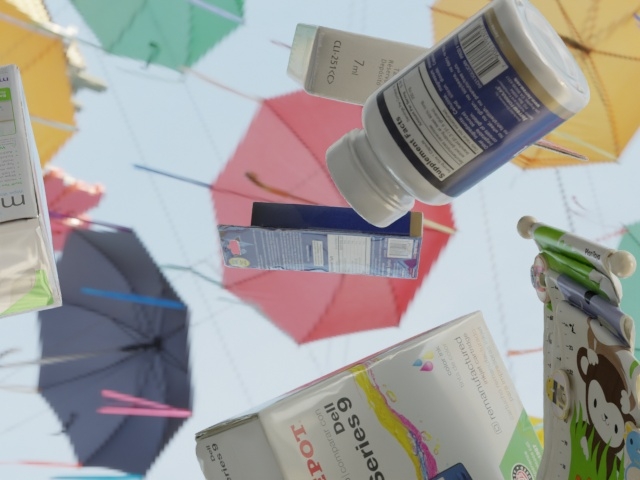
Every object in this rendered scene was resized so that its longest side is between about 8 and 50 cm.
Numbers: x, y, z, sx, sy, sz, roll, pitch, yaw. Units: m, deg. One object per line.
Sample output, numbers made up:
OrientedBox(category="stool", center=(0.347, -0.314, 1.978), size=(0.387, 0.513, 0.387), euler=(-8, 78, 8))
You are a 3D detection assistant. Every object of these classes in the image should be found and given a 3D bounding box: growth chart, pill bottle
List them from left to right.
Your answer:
OrientedBox(category="pill bottle", center=(0.088, -0.083, 0.949), size=(0.169, 0.094, 0.094), euler=(-36, -114, 23))
OrientedBox(category="growth chart", center=(0.161, 0.107, 0.848), size=(0.021, 0.172, 0.237), euler=(-3, -85, -14))

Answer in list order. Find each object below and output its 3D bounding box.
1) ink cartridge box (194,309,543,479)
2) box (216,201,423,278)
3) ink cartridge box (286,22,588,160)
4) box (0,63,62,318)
OrientedBox(category="ink cartridge box", center=(0.043, 0.157, 0.933), size=(0.093, 0.212, 0.154), euler=(-29, -98, 52))
OrientedBox(category="box", center=(0.000, 0.000, 1.577), size=(0.225, 0.136, 0.036), euler=(3, -111, 2))
OrientedBox(category="ink cartridge box", center=(0.106, -0.151, 1.350), size=(0.261, 0.296, 0.066), euler=(12, -81, -7))
OrientedBox(category="box", center=(-0.389, -0.031, 1.298), size=(0.262, 0.126, 0.231), euler=(-12, -134, -9))
